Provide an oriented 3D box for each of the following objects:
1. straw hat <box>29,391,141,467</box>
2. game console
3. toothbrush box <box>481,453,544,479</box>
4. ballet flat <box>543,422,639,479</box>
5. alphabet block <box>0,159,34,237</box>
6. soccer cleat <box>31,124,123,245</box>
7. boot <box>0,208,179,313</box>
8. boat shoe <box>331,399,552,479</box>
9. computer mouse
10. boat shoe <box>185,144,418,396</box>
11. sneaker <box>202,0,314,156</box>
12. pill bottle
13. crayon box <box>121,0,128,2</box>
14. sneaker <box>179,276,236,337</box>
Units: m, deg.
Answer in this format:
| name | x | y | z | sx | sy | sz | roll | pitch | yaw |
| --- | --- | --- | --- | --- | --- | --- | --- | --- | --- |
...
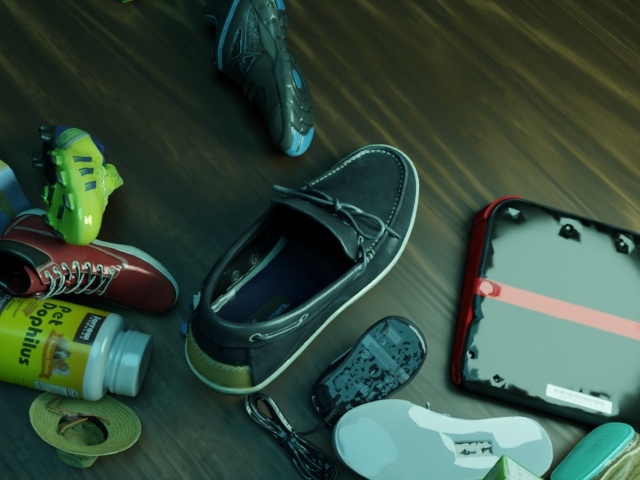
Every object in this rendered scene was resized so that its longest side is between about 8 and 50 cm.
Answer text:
| name | x | y | z | sx | sy | sz | roll | pitch | yaw |
| --- | --- | --- | --- | --- | --- | --- | --- | --- | --- |
| straw hat | -0.308 | 0.254 | 0.794 | 0.144 | 0.144 | 0.061 | 21 | 103 | 0 |
| game console | 0.417 | 0.119 | 0.993 | 0.386 | 0.060 | 0.342 | 16 | 70 | -2 |
| toothbrush box | 0.214 | 0.426 | 0.698 | 0.206 | 0.122 | 0.283 | 33 | 106 | 6 |
| ballet flat | 0.325 | 0.379 | 0.841 | 0.342 | 0.116 | 0.124 | -23 | 92 | -22 |
| alphabet block | -0.533 | -0.050 | 0.824 | 0.197 | 0.192 | 0.193 | 38 | 64 | 6 |
| soccer cleat | -0.328 | -0.085 | 0.864 | 0.121 | 0.093 | 0.289 | 10 | 25 | -34 |
| boot | -0.306 | 0.055 | 0.804 | 0.244 | 0.176 | 0.088 | 27 | 102 | -16 |
| boat shoe | 0.155 | 0.279 | 0.842 | 0.306 | 0.105 | 0.113 | 2 | 68 | -16 |
| computer mouse | 0.016 | 0.192 | 0.886 | 0.184 | 0.060 | 0.262 | 40 | 78 | 4 |
| boat shoe | 0.000 | 0.000 | 0.882 | 0.186 | 0.156 | 0.500 | 31 | 54 | 18 |
| sneaker | -0.105 | -0.288 | 1.060 | 0.139 | 0.125 | 0.341 | -19 | 72 | 12 |
| pill bottle | -0.338 | 0.141 | 0.812 | 0.214 | 0.117 | 0.117 | 14 | 65 | -4 |
| crayon box | -0.276 | -0.566 | 1.151 | 0.278 | 0.081 | 0.165 | -25 | 73 | -19 |
| sneaker | -0.162 | 0.087 | 0.904 | 0.058 | 0.052 | 0.135 | 21 | 63 | 7 |
